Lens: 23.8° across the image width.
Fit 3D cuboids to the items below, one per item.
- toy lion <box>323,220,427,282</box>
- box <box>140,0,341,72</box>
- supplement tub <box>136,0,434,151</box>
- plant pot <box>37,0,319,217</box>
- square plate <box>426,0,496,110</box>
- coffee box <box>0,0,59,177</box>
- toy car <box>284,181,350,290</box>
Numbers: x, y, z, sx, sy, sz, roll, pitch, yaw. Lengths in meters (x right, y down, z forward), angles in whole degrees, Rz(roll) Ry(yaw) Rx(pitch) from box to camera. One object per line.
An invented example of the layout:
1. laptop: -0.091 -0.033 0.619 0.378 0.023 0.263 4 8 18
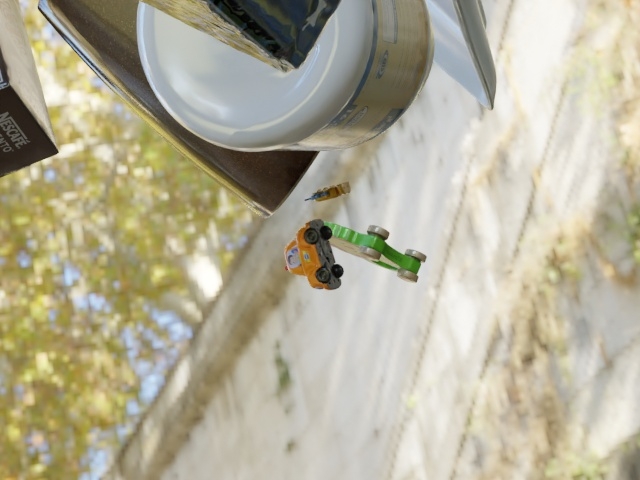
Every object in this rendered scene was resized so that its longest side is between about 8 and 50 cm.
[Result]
1. toy lion: 0.047 0.008 1.593 0.100 0.034 0.096 31 -13 -39
2. box: -0.086 -0.152 0.444 0.207 0.108 0.153 27 0 15
3. supplement tub: -0.012 -0.128 0.948 0.144 0.144 0.200 -23 -4 19
4. plant pot: -0.089 -0.166 1.160 0.230 0.215 0.215 30 -39 -8
5. square plate: 0.054 -0.334 1.534 0.049 0.347 0.344 -37 -34 -6
6. coffee box: -0.357 -0.200 1.541 0.098 0.246 0.141 -21 -28 3
7. toy car: 0.000 0.000 1.212 0.040 0.060 0.122 -17 17 20
